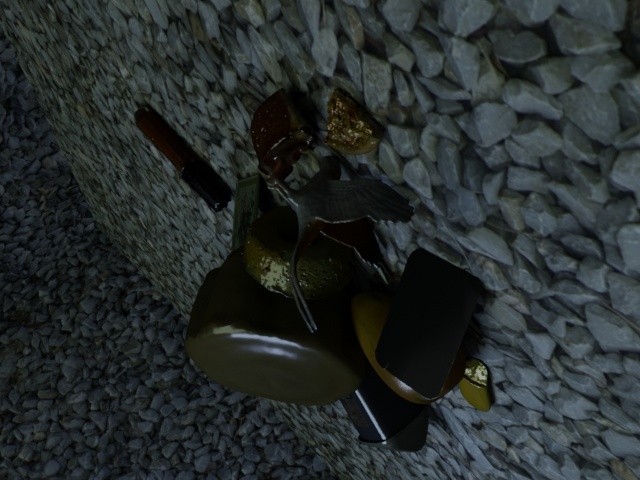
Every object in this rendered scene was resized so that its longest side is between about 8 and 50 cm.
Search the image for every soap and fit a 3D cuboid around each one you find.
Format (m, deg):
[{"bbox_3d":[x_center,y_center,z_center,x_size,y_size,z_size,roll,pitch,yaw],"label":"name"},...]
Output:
[{"bbox_3d":[0.341,0.322,1.498,0.089,0.033,0.168,25,145,42],"label":"soap"}]

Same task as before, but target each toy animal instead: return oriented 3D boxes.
[{"bbox_3d":[-0.014,-0.018,1.333,0.302,0.284,0.225,46,159,8],"label":"toy animal"}]

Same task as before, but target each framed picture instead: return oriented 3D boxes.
[{"bbox_3d":[-0.202,-0.056,1.791,0.173,0.010,0.231,-7,79,62],"label":"framed picture"}]

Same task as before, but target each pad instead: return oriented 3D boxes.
[{"bbox_3d":[0.207,0.165,1.330,0.181,0.004,0.267,31,108,40],"label":"pad"}]

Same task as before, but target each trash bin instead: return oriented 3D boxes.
[{"bbox_3d":[0.160,0.449,1.846,0.290,0.182,0.209,58,157,-1],"label":"trash bin"}]

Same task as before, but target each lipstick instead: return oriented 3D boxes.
[{"bbox_3d":[-0.419,-0.249,2.007,0.418,0.077,0.077,46,157,15],"label":"lipstick"}]

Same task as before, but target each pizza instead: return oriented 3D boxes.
[{"bbox_3d":[0.049,-0.214,1.235,0.178,0.041,0.131,24,143,47],"label":"pizza"}]

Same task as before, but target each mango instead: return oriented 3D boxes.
[{"bbox_3d":[0.183,0.229,1.486,0.317,0.173,0.211,40,154,41],"label":"mango"}]

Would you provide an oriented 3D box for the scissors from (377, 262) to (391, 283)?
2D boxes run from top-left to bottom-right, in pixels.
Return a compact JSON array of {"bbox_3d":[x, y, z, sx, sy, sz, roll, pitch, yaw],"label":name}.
[{"bbox_3d":[0.110,0.022,1.495,0.176,0.022,0.085,59,160,-9],"label":"scissors"}]

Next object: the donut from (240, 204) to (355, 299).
[{"bbox_3d":[-0.047,0.009,1.514,0.272,0.272,0.107,35,132,33],"label":"donut"}]

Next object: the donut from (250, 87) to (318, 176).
[{"bbox_3d":[-0.088,-0.220,1.374,0.186,0.144,0.126,41,-154,-74],"label":"donut"}]

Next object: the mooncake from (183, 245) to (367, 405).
[{"bbox_3d":[-0.103,0.226,1.689,0.467,0.262,0.467,10,144,7],"label":"mooncake"}]
